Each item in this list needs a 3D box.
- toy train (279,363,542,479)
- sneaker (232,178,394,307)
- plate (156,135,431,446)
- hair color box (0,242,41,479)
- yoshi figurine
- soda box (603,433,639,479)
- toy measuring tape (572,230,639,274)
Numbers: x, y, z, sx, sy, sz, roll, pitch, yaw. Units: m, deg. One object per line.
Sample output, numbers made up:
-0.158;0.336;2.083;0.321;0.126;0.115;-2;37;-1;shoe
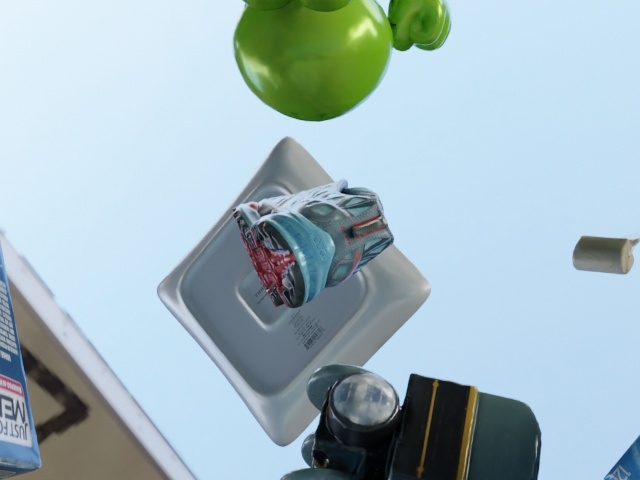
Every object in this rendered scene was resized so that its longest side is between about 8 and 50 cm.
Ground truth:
0.065;0.230;0.892;0.190;0.334;0.142;12;-132;7;toy train
0.000;0.000;0.993;0.125;0.104;0.262;-23;-170;-9;sneaker
-0.050;0.059;1.289;0.277;0.045;0.278;-48;-113;15;plate
-0.294;-0.013;0.646;0.174;0.105;0.347;-14;-106;0;hair color box
0.002;-0.211;0.811;0.204;0.203;0.362;-30;-158;26;yoshi figurine
0.282;0.134;0.749;0.067;0.071;0.210;42;-149;24;soda box
0.286;0.038;0.829;0.121;0.121;0.330;6;-171;40;toy measuring tape
